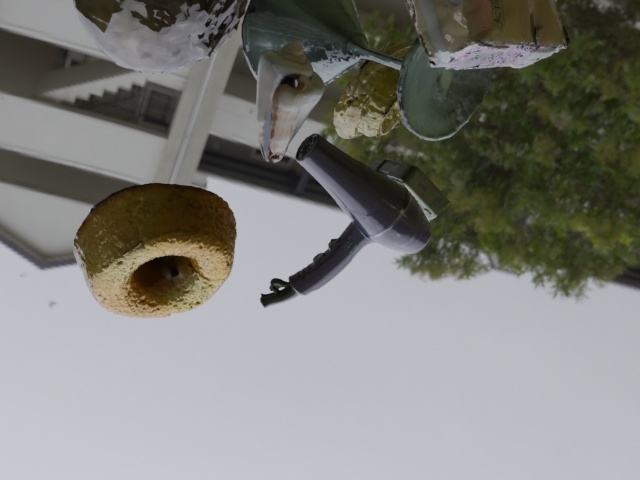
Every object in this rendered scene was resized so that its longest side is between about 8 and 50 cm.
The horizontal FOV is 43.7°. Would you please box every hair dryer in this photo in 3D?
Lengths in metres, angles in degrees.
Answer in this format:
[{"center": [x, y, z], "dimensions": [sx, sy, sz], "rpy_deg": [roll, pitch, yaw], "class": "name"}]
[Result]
[{"center": [0.000, 0.000, 1.506], "dimensions": [0.301, 0.361, 0.121], "rpy_deg": [37, -163, -25], "class": "hair dryer"}]

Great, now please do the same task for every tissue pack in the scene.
[{"center": [0.168, -0.325, 0.921], "dimensions": [0.215, 0.123, 0.256], "rpy_deg": [-15, -91, -45], "class": "tissue pack"}]

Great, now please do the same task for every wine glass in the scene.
[{"center": [0.080, -0.322, 1.382], "dimensions": [0.267, 0.267, 0.406], "rpy_deg": [-6, -152, -38], "class": "wine glass"}]

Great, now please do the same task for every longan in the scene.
[{"center": [-0.326, -0.543, 1.660], "dimensions": [0.391, 0.391, 0.391], "rpy_deg": [17, -145, -13], "class": "longan"}]

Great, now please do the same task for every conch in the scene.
[{"center": [-0.056, -0.186, 1.081], "dimensions": [0.094, 0.176, 0.104], "rpy_deg": [9, -152, -48], "class": "conch"}]

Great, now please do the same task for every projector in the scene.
[{"center": [0.233, -0.128, 2.140], "dimensions": [0.193, 0.088, 0.269], "rpy_deg": [43, 175, -20], "class": "projector"}]

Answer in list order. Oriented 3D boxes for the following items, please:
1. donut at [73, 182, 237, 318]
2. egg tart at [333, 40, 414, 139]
[{"center": [-0.283, 0.033, 1.408], "dimensions": [0.303, 0.303, 0.110], "rpy_deg": [4, -131, -28], "class": "donut"}, {"center": [0.158, -0.351, 1.942], "dimensions": [0.115, 0.290, 0.290], "rpy_deg": [44, -142, 14], "class": "egg tart"}]
